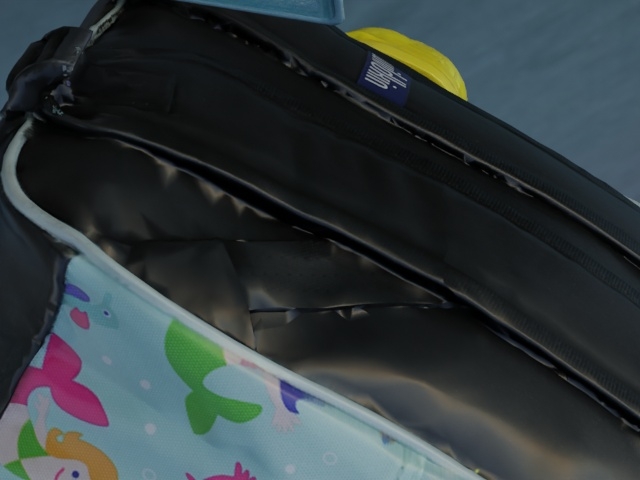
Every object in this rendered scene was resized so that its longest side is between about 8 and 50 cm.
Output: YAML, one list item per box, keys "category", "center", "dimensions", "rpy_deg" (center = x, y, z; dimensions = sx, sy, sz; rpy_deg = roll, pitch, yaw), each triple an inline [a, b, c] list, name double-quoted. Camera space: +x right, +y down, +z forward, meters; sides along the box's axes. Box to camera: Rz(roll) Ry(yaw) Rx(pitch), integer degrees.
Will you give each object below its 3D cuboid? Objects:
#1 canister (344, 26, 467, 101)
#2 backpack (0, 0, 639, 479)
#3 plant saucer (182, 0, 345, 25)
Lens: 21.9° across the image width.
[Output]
- category: "canister"
  center: [0.000, 0.000, 0.715]
  dimensions: [0.170, 0.073, 0.126]
  rpy_deg: [-63, 177, -52]
- category: "backpack"
  center: [0.014, 0.045, 0.515]
  dimensions: [0.225, 0.254, 0.191]
  rpy_deg: [-73, -173, -61]
- category: "plant saucer"
  center: [-0.088, -0.090, 0.416]
  dimensions: [0.192, 0.018, 0.067]
  rpy_deg: [9, 160, 6]
